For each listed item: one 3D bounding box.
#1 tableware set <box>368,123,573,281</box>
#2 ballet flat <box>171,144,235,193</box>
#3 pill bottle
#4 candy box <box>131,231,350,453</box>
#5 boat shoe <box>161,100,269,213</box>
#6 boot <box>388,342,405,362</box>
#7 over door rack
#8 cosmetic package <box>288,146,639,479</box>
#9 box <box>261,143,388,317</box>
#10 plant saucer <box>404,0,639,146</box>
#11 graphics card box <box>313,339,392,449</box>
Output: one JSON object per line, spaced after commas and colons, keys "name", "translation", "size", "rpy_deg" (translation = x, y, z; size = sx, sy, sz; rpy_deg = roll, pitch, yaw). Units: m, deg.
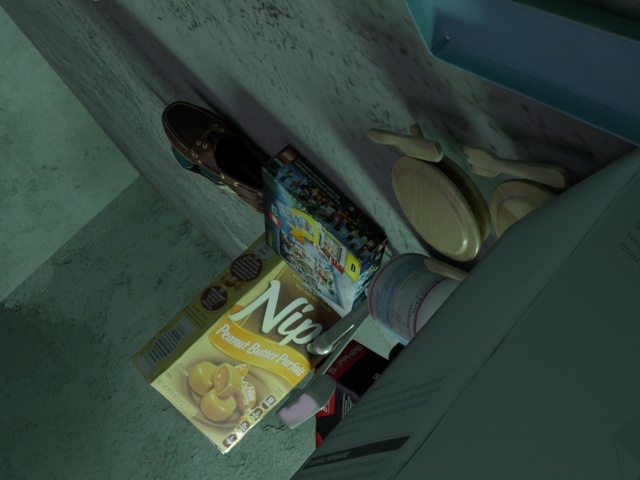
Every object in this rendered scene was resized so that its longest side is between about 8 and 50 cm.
{"name": "tableware set", "translation": [0.115, -0.018, 0.562], "size": [0.194, 0.039, 0.128], "rpy_deg": [25, 146, 57]}
{"name": "ballet flat", "translation": [-0.191, -0.125, 1.475], "size": [0.168, 0.057, 0.052], "rpy_deg": [40, 179, 35]}
{"name": "pill bottle", "translation": [0.113, 0.067, 0.802], "size": [0.087, 0.087, 0.160], "rpy_deg": [50, 170, -23]}
{"name": "candy box", "translation": [-0.088, 0.127, 1.258], "size": [0.183, 0.316, 0.087], "rpy_deg": [53, 170, -35]}
{"name": "boat shoe", "translation": [-0.126, -0.119, 1.154], "size": [0.207, 0.073, 0.073], "rpy_deg": [37, 168, 10]}
{"name": "boot", "translation": [0.201, 0.241, 1.286], "size": [0.208, 0.076, 0.190], "rpy_deg": [57, 162, -14]}
{"name": "over door rack", "translation": [0.090, 0.181, 0.904], "size": [0.239, 0.108, 0.324], "rpy_deg": [45, -152, -1]}
{"name": "cosmetic package", "translation": [0.136, 0.119, 0.394], "size": [0.224, 0.225, 0.138], "rpy_deg": [47, 153, -1]}
{"name": "box", "translation": [0.000, 0.000, 1.069], "size": [0.159, 0.044, 0.233], "rpy_deg": [44, 163, 14]}
{"name": "plant saucer", "translation": [0.104, -0.083, 0.390], "size": [0.192, 0.018, 0.067], "rpy_deg": [36, 167, 45]}
{"name": "graphics card box", "translation": [0.156, 0.323, 1.256], "size": [0.371, 0.094, 0.232], "rpy_deg": [28, 135, 32]}
